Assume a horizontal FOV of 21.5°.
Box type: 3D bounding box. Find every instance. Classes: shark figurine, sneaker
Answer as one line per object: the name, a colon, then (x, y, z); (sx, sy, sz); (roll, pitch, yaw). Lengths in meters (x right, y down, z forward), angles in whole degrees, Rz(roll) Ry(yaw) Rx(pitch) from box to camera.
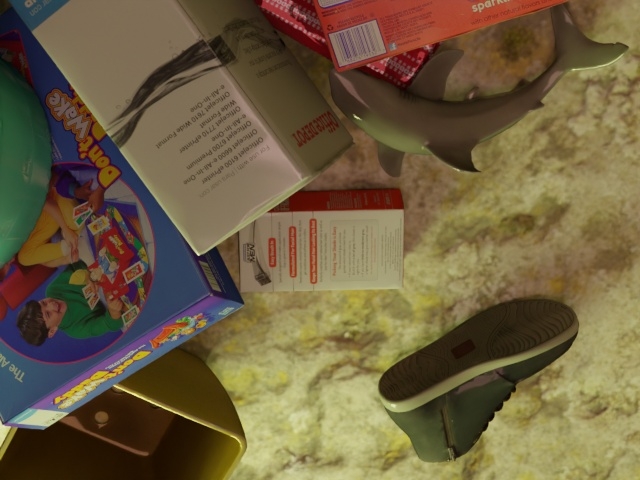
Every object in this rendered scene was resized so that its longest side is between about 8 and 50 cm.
shark figurine: (0.154, -0.115, 1.626); (0.278, 0.116, 0.166); (-14, 132, -10)
sneaker: (0.179, 0.148, 1.791); (0.222, 0.083, 0.118); (-24, 129, 6)

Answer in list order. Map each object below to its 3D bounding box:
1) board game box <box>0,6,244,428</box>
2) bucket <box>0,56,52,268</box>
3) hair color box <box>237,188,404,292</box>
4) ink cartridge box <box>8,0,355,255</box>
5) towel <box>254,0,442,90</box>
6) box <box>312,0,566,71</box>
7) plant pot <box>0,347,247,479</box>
board game box: (-0.252, -0.034, 1.564); (0.233, 0.078, 0.347); (-31, 72, 13)
bucket: (-0.383, -0.077, 1.475); (0.281, 0.183, 0.281); (-3, 81, 18)
hair color box: (0.000, 0.000, 1.716); (0.167, 0.053, 0.093); (-1, 117, -3)
ink cartridge box: (-0.123, -0.160, 1.494); (0.129, 0.223, 0.307); (-36, 93, 16)
towel: (0.070, -0.285, 1.595); (0.199, 0.031, 0.275); (29, 111, -14)
box: (0.130, -0.281, 1.501); (0.300, 0.142, 0.154); (-18, 115, 7)
plant pot: (-0.213, 0.196, 1.728); (0.212, 0.187, 0.212); (25, 111, -13)
